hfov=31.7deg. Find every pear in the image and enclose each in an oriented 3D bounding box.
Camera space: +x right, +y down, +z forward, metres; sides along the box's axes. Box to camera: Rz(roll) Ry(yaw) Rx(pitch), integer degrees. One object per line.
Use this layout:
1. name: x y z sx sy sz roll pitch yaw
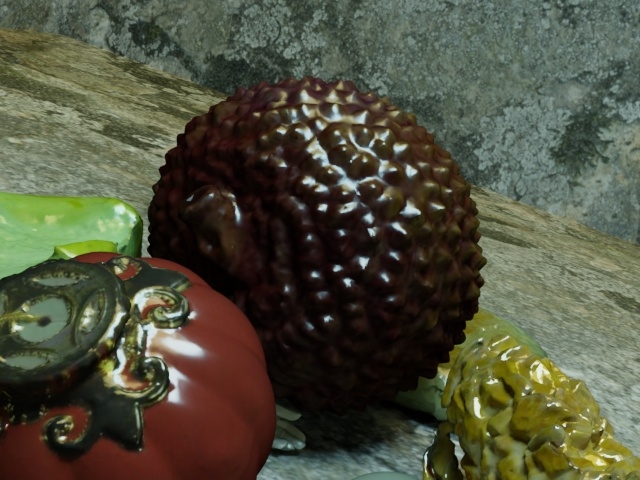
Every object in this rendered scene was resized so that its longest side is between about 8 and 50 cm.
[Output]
1. pear: -0.293 0.031 0.904 0.282 0.176 0.286 14 13 -1

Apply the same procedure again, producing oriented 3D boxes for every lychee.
1. lychee: 0.000 0.000 1.015 0.306 0.306 0.330 27 14 37

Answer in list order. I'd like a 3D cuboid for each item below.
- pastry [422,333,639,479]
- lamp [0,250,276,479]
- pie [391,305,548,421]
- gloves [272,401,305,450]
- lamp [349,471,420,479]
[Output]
1. pastry: 0.168 0.182 0.896 0.102 0.154 0.250 11 21 -28
2. lamp: -0.138 0.114 0.698 0.227 0.227 0.227 15 14 -4
3. pie: 0.120 0.120 1.232 0.306 0.071 0.306 12 15 -3
4. gloves: -0.047 0.153 0.961 0.081 0.044 0.037 37 1 -6
5. lamp: 0.045 0.204 0.741 0.105 0.105 0.105 15 14 -4
